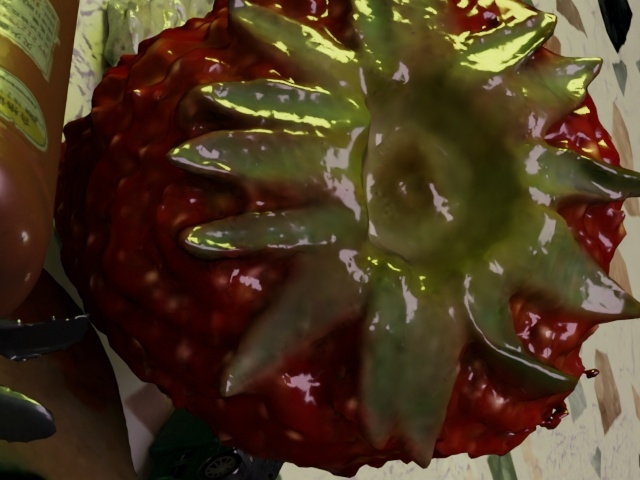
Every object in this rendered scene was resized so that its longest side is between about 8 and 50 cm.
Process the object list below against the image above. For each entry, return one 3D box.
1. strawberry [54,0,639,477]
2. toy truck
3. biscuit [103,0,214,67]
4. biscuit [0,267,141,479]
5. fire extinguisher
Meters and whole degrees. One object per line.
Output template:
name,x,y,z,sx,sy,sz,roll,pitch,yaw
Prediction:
strawberry,0.001,0.002,0.791,0.343,0.292,0.292,142,-59,-71
toy truck,-0.055,0.132,0.920,0.065,0.079,0.147,66,27,-23
biscuit,-0.089,-0.106,1.012,0.188,0.040,0.266,31,50,-56
biscuit,-0.152,0.147,0.576,0.368,0.076,0.394,55,23,13
fire extinguisher,-0.199,-0.056,0.645,0.376,0.200,0.113,-98,-178,-50
